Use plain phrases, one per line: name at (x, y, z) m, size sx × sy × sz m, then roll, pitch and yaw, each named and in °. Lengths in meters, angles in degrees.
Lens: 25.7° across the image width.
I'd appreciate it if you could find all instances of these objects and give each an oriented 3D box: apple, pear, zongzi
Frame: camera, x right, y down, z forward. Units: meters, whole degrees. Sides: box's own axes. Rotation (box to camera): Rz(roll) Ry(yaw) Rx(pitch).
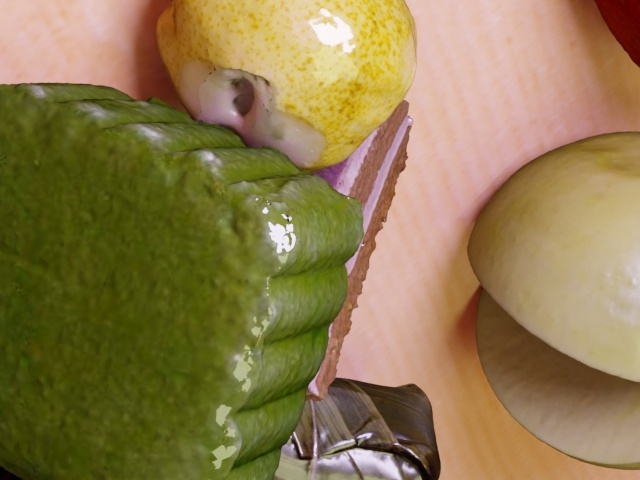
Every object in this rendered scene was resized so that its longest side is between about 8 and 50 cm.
apple at (0.261, 0.048, 1.219) m, size 0.292 × 0.254 × 0.292 m, roll -22°, pitch 131°, yaw -27°
pear at (-0.026, -0.134, 0.955) m, size 0.178 × 0.178 × 0.178 m, roll -19°, pitch 127°, yaw -27°
zongzi at (-0.087, 0.223, 1.182) m, size 0.318 × 0.154 × 0.289 m, roll 18°, pitch 114°, yaw -17°

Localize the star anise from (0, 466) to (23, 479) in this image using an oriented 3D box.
star anise at (-0.184, 0.201, 1.060) m, size 0.220 × 0.125 × 0.190 m, roll 19°, pitch 137°, yaw -20°

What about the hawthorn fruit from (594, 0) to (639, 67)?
hawthorn fruit at (0.325, -0.252, 1.088) m, size 0.265 × 0.265 × 0.307 m, roll -45°, pitch 113°, yaw -4°

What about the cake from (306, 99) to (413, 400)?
cake at (0.000, 0.000, 1.063) m, size 0.295 × 0.113 × 0.116 m, roll -57°, pitch 152°, yaw -24°

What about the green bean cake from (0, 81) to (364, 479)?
green bean cake at (-0.123, 0.040, 0.906) m, size 0.156 × 0.250 × 0.247 m, roll -10°, pitch 121°, yaw -69°
